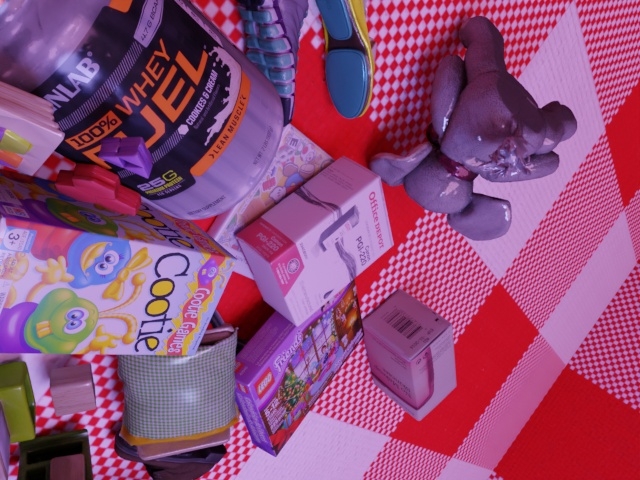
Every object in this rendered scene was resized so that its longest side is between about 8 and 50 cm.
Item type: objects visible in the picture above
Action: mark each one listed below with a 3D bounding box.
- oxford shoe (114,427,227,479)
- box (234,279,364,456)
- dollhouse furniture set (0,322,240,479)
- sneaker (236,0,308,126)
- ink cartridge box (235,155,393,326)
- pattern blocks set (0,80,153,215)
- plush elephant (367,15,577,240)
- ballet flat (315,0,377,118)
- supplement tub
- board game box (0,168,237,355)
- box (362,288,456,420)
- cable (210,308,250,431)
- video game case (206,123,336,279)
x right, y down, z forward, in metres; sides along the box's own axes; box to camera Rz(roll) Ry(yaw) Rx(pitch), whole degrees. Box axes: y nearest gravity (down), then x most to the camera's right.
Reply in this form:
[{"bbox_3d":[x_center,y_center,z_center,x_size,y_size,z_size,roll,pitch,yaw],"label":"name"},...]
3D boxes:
[{"bbox_3d":[-0.248,0.351,0.954,0.096,0.083,0.227,-50,140,0],"label":"oxford shoe"},{"bbox_3d":[-0.030,0.189,1.018,0.293,0.057,0.201,-48,141,-35],"label":"box"},{"bbox_3d":[-0.237,0.246,0.761,0.301,0.151,0.198,-7,124,-19],"label":"dollhouse furniture set"},{"bbox_3d":[-0.042,-0.254,0.748,0.098,0.083,0.224,-34,136,-31],"label":"sneaker"},{"bbox_3d":[0.000,0.000,0.916,0.218,0.092,0.159,-40,139,-21],"label":"ink cartridge box"},{"bbox_3d":[-0.289,-0.102,0.452,0.324,0.285,0.026,19,72,-15],"label":"pattern blocks set"},{"bbox_3d":[0.242,-0.150,1.002,0.271,0.255,0.330,40,44,-14],"label":"plush elephant"},{"bbox_3d":[0.043,-0.282,0.826,0.077,0.077,0.231,-51,142,-33],"label":"ballet flat"},{"bbox_3d":[-0.193,-0.162,0.565,0.194,0.193,0.316,-56,141,0],"label":"supplement tub"},{"bbox_3d":[-0.258,0.032,0.672,0.275,0.142,0.144,13,107,-49],"label":"board game box"},{"bbox_3d":[0.190,0.245,1.276,0.126,0.148,0.232,-37,137,-22],"label":"box"},{"bbox_3d":[-0.135,0.185,0.959,0.139,0.072,0.287,-38,139,-25],"label":"cable"},{"bbox_3d":[-0.056,-0.041,0.921,0.206,0.026,0.227,30,93,-51],"label":"video game case"}]
